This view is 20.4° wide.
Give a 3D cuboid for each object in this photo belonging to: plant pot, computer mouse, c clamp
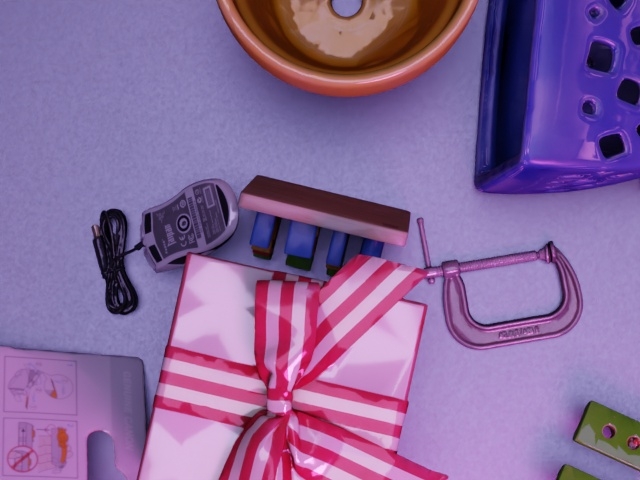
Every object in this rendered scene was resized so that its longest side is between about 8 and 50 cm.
[{"bbox_3d":[0.278,-0.161,1.696,0.212,0.236,0.236,5,86,-6],"label":"plant pot"},{"bbox_3d":[0.026,-0.253,1.694,0.254,0.239,0.254,0,85,1],"label":"plant pot"},{"bbox_3d":[-0.144,-0.003,1.740,0.193,0.042,0.106,-22,75,34],"label":"computer mouse"},{"bbox_3d":[0.181,0.040,1.781,0.160,0.022,0.137,-4,86,1],"label":"c clamp"}]

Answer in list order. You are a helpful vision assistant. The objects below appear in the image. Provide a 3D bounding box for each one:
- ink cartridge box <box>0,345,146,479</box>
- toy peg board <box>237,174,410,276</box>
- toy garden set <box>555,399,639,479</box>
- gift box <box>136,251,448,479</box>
[{"bbox_3d":[-0.360,0.245,1.684,0.385,0.091,0.308,4,52,-14],"label":"ink cartridge box"},{"bbox_3d":[0.000,0.000,1.723,0.161,0.160,0.079,13,99,2],"label":"toy peg board"},{"bbox_3d":[0.303,0.309,1.716,0.203,0.049,0.244,25,77,0],"label":"toy garden set"},{"bbox_3d":[-0.014,0.140,1.658,0.276,0.258,0.255,7,86,2],"label":"gift box"}]
